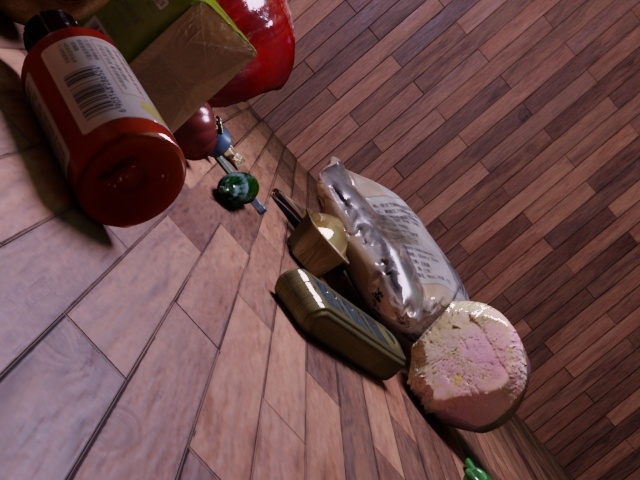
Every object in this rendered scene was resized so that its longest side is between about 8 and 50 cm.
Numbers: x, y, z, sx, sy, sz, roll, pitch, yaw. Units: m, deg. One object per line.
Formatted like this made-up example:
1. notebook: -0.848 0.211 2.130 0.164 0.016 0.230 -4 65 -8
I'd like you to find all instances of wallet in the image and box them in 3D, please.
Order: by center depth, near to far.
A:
1. wallet: -0.015 -0.021 2.187 0.195 0.042 0.161 54 7 37

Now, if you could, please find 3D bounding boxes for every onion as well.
1. onion: -0.216 -0.427 1.974 0.341 0.341 0.341 49 6 -6

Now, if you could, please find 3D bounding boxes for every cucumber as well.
1. cucumber: -0.131 -0.084 1.641 0.056 0.056 0.250 50 5 0

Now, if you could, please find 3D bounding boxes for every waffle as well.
1. waffle: -0.201 -0.197 2.019 0.135 0.021 0.092 48 4 -8

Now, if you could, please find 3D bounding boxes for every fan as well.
1. fan: -0.160 -0.122 1.860 0.193 0.016 0.038 50 3 12

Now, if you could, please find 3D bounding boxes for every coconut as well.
1. coconut: 0.268 0.233 1.846 0.233 0.233 0.245 51 0 19

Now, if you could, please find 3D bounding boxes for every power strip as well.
1. power strip: 0.046 0.135 1.519 0.092 0.066 0.387 55 7 30

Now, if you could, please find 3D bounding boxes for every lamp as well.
1. lamp: -0.195 -0.172 1.545 0.101 0.090 0.101 172 -90 -80

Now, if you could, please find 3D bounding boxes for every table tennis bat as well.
1. table tennis bat: 0.281 0.413 1.661 0.160 0.039 0.257 51 3 32

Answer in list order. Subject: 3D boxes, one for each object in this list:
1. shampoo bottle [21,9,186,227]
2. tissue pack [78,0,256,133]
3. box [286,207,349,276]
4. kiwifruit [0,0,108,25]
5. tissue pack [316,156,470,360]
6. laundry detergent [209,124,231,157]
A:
1. shampoo bottle: -0.225 -0.135 0.978 0.104 0.104 0.278 43 9 -49
2. tissue pack: -0.253 -0.305 1.402 0.275 0.200 0.167 54 9 34
3. box: 0.000 0.000 1.846 0.111 0.111 0.177 48 3 -13
4. kiwifruit: -0.331 -0.352 1.179 0.234 0.196 0.196 52 6 27
5. tissue pack: 0.149 0.049 2.044 0.390 0.195 0.375 62 8 30
6. laundry detergent: -0.206 -0.191 1.733 0.096 0.061 0.206 42 4 9
